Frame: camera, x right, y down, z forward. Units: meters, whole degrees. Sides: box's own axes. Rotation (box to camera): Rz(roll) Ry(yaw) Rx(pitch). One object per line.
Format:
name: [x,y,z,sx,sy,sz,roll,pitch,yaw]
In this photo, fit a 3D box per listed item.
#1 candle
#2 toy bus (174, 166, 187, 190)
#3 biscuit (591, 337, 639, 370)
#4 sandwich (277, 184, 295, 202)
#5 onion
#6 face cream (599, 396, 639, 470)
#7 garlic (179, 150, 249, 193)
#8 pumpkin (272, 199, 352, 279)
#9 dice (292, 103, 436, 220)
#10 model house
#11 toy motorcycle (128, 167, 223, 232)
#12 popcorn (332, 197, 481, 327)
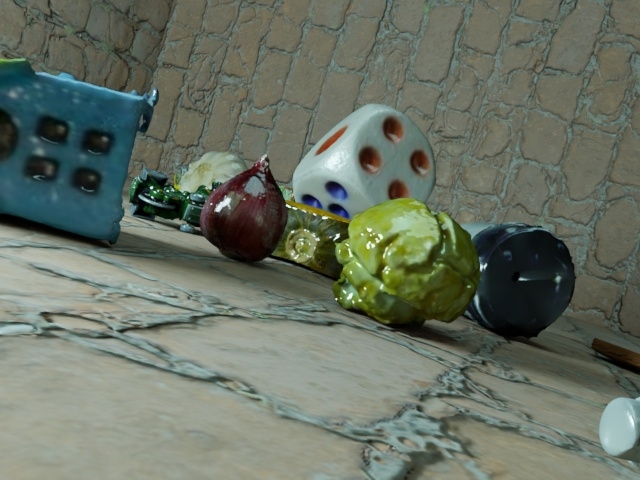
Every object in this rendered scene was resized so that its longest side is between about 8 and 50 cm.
candle: [0.353,0.070,1.279,0.221,0.221,0.342,16,-1,-10]
toy bus: [-0.336,-0.133,1.848,0.144,0.152,0.330,9,4,-31]
biscuit: [0.688,0.261,1.282,0.186,0.036,0.192,19,1,-23]
sandwich: [-0.053,-0.063,1.574,0.159,0.185,0.109,-12,3,-8]
onion: [-0.126,-0.060,1.100,0.159,0.195,0.159,22,-5,2]
face cream: [0.289,0.144,0.405,0.251,0.101,0.101,16,2,-15]
garlic: [-0.252,-0.110,1.615,0.218,0.219,0.212,19,-21,40]
pumpkin: [0.000,0.000,1.374,0.317,0.139,0.222,15,5,22]
dice: [0.107,-0.151,1.490,0.251,0.259,0.243,47,-33,-18]
model house: [-0.398,-0.132,0.815,0.303,0.216,0.237,10,6,-28]
toy motorcycle: [-0.299,-0.084,1.376,0.274,0.125,0.187,15,12,-36]
popcorn: [0.129,0.036,0.889,0.221,0.184,0.204,16,8,-46]
